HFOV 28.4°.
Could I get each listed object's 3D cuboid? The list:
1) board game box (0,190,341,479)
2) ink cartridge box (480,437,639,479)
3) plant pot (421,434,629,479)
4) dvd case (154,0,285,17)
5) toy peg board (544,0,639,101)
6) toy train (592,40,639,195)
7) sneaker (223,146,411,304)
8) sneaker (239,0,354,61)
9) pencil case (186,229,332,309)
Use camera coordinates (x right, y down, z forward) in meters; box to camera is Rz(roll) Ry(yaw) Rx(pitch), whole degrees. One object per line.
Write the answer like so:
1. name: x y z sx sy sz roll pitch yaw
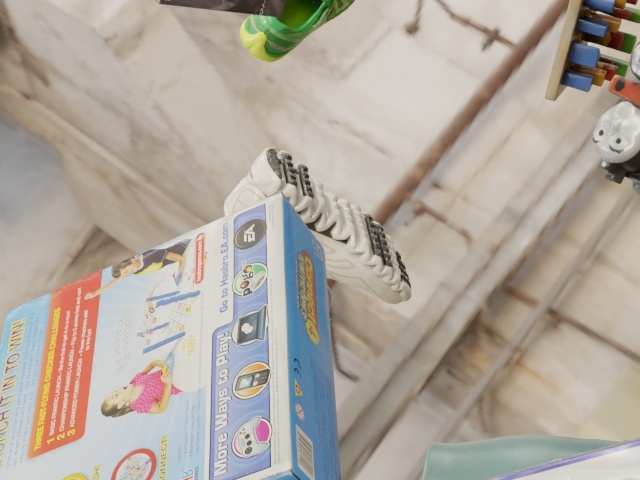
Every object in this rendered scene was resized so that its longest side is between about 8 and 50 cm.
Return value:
1. board game box: -0.140 0.140 1.072 0.302 0.308 0.086 -23 -49 18
2. ink cartridge box: 0.200 0.239 0.646 0.304 0.307 0.072 -8 -53 -27
3. plant pot: 0.243 0.361 1.581 0.271 0.255 0.271 10 -90 -84
4. dvd case: -0.088 -0.364 1.423 0.165 0.018 0.221 0 -63 -34
5. toy peg board: 0.360 -0.266 1.615 0.160 0.079 0.161 -45 -31 -58
6. toy train: 0.446 -0.115 1.450 0.334 0.142 0.190 20 -79 -41
7. sneaker: 0.000 0.000 1.662 0.118 0.292 0.110 -43 26 20
8. sneaker: -0.002 -0.387 1.954 0.295 0.109 0.123 -51 10 -27
9. pencil case: -0.118 0.080 2.042 0.113 0.273 0.124 -57 -26 -26
